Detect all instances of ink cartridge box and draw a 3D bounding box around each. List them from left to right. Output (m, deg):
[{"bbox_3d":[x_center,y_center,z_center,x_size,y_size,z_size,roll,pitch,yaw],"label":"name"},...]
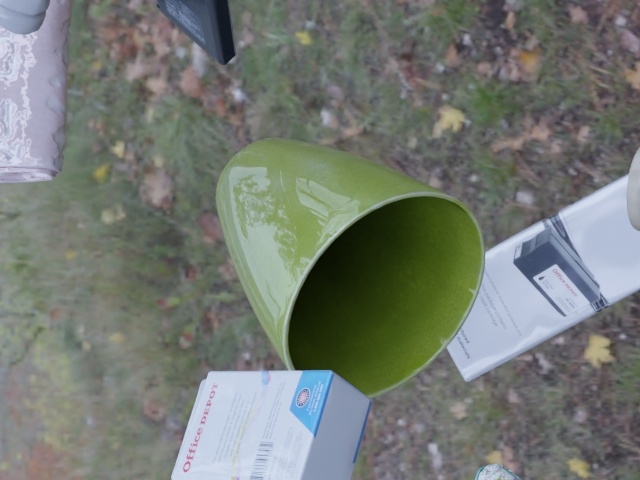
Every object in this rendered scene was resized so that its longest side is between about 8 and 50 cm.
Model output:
[{"bbox_3d":[-0.035,0.140,0.818,0.122,0.052,0.088,-5,58,40],"label":"ink cartridge box"},{"bbox_3d":[0.371,0.052,1.872,0.395,0.285,0.166,-29,84,7],"label":"ink cartridge box"}]

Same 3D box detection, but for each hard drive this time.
[{"bbox_3d":[-0.119,-0.223,1.072,0.094,0.135,0.022,43,77,12],"label":"hard drive"}]

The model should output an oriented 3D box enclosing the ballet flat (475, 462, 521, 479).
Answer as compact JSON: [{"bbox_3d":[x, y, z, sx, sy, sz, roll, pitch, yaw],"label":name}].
[{"bbox_3d":[0.251,0.445,1.724,0.077,0.091,0.241,15,105,37],"label":"ballet flat"}]

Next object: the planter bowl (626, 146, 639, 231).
[{"bbox_3d":[0.385,-0.052,1.226,0.109,0.162,0.162,9,92,35],"label":"planter bowl"}]

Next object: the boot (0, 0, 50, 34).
[{"bbox_3d":[-0.299,-0.253,0.865,0.258,0.095,0.123,34,121,6],"label":"boot"}]

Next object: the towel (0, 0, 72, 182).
[{"bbox_3d":[-0.444,-0.223,1.354,0.053,0.317,0.331,87,-179,-72],"label":"towel"}]

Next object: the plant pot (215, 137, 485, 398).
[{"bbox_3d":[0.000,0.000,1.426,0.293,0.275,0.274,42,114,45],"label":"plant pot"}]
